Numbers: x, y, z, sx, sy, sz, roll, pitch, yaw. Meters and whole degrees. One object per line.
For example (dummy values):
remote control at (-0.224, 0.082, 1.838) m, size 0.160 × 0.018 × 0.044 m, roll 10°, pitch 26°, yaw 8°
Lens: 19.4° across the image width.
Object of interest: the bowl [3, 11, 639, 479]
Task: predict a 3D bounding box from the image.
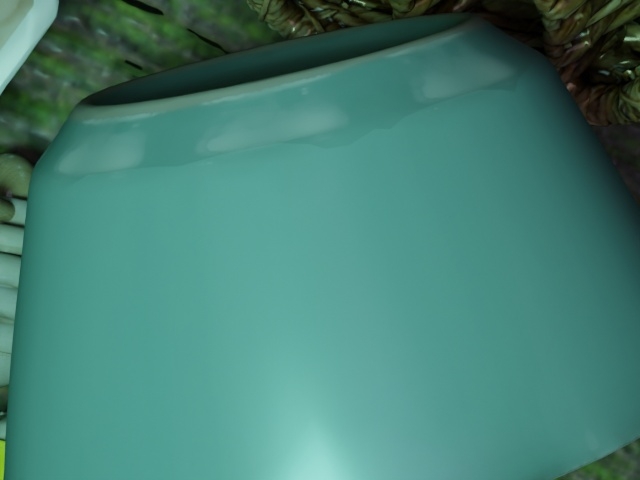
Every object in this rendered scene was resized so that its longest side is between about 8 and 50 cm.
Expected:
bowl at (0.000, 0.000, 0.801) m, size 0.311 × 0.311 × 0.163 m, roll -14°, pitch 100°, yaw -10°

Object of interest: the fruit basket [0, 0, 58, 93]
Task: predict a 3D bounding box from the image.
fruit basket at (-0.343, -0.081, 0.797) m, size 0.353 × 0.165 × 0.327 m, roll 38°, pitch 94°, yaw -6°

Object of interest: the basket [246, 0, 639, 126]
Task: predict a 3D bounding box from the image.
basket at (0.082, -0.159, 0.790) m, size 0.223 × 0.299 × 0.213 m, roll -36°, pitch 64°, yaw -7°

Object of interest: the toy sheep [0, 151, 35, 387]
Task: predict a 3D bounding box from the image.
toy sheep at (-0.155, 0.023, 0.886) m, size 0.091 × 0.091 × 0.132 m, roll 13°, pitch 79°, yaw -13°

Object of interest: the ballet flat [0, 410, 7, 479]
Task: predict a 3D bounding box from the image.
ballet flat at (-0.114, 0.116, 0.922) m, size 0.231 × 0.077 × 0.077 m, roll 12°, pitch 72°, yaw -16°
